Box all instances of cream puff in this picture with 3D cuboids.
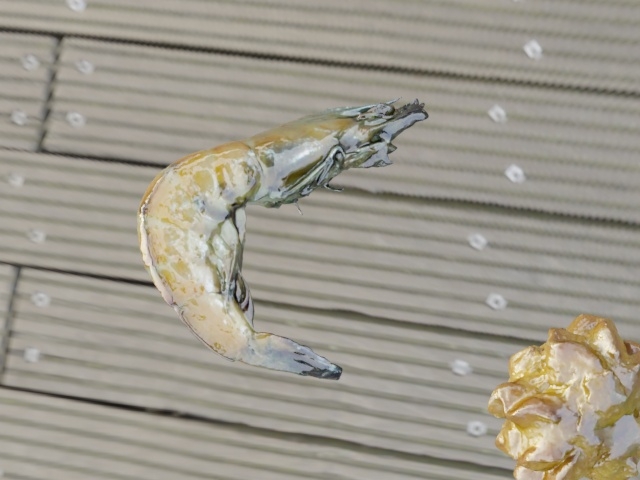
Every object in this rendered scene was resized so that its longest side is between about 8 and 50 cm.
[{"bbox_3d":[0.176,0.112,1.184,0.116,0.094,0.122,29,76,-24],"label":"cream puff"}]

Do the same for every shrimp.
[{"bbox_3d":[0.000,0.000,1.313,0.262,0.051,0.198,-24,81,-24],"label":"shrimp"}]
